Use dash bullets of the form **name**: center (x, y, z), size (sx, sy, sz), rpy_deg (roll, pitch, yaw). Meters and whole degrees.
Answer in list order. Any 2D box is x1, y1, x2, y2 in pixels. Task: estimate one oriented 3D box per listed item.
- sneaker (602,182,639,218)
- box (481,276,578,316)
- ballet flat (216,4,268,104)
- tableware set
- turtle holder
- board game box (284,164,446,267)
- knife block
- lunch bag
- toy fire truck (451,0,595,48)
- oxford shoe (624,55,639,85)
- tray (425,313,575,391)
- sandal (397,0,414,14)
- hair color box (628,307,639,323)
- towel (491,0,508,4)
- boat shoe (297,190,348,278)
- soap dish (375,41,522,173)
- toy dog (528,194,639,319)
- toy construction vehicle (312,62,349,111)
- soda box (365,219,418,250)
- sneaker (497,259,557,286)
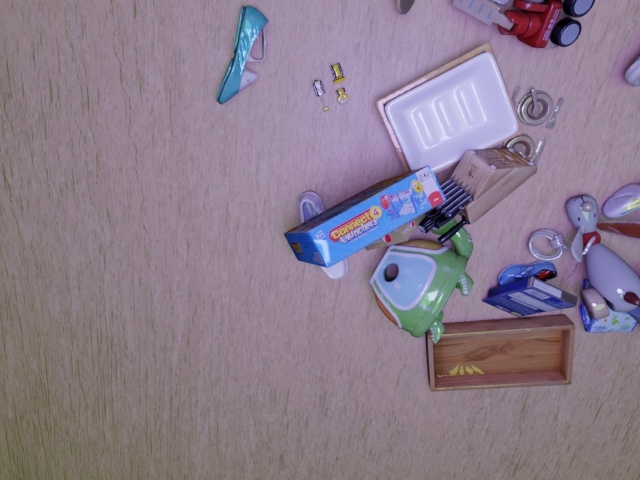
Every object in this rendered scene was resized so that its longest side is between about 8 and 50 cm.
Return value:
- **sneaker**: center (0.865, -0.106, 1.097), size (0.240, 0.091, 0.126), rpy_deg (-37, 103, 15)
- **box**: center (0.566, 0.160, 1.180), size (0.136, 0.225, 0.036), rpy_deg (23, 69, -6)
- **ballet flat**: center (-0.190, -0.451, 1.076), size (0.087, 0.083, 0.247), rpy_deg (16, 113, -16)
- **tableware set**: center (0.532, -0.282, 1.091), size (0.128, 0.039, 0.194), rpy_deg (14, 110, 0)
- **turtle holder**: center (0.274, 0.091, 1.142), size (0.227, 0.243, 0.320), rpy_deg (31, 119, 12)
- **board game box**: center (0.085, -0.052, 1.016), size (0.302, 0.308, 0.086), rpy_deg (-30, 97, -13)
- **knife block**: center (0.376, -0.104, 1.066), size (0.275, 0.088, 0.242), rpy_deg (-11, 138, -34)
- **lunch bag**: center (0.816, 0.186, 1.201), size (0.129, 0.096, 0.151), rpy_deg (-2, 100, 5)
- **toy fire truck**: center (0.440, -0.543, 0.917), size (0.246, 0.158, 0.217), rpy_deg (-6, 133, -15)
- **oxford shoe**: center (0.862, -0.536, 0.932), size (0.449, 0.169, 0.130), rpy_deg (-47, 65, 24)
- **tray**: center (0.534, 0.342, 1.294), size (0.411, 0.076, 0.203), rpy_deg (-5, 109, 8)
- **sandal**: center (0.188, -0.650, 0.987), size (0.079, 0.088, 0.240), rpy_deg (20, 105, 31)
- **hair color box**: center (1.015, 0.231, 1.140), size (0.374, 0.113, 0.185), rpy_deg (37, 95, -18)
- **towel**: center (0.430, -0.698, 0.949), size (0.187, 0.049, 0.282), rpy_deg (-23, 106, 12)
- **boat shoe**: center (0.000, 0.000, 1.206), size (0.098, 0.096, 0.277), rpy_deg (-22, 106, 12)
- **soap dish**: center (0.313, -0.307, 1.060), size (0.291, 0.118, 0.229), rpy_deg (-25, 105, 13)
- **toy dog**: center (0.711, 0.049, 1.066), size (0.220, 0.161, 0.334), rpy_deg (-40, 77, 9)
- **toy construction vehicle**: center (0.027, -0.394, 1.103), size (0.086, 0.035, 0.098), rpy_deg (-24, 109, 1)
- **soda box**: center (0.173, -0.024, 1.144), size (0.058, 0.181, 0.061), rpy_deg (49, 63, -11)
- **sneaker**: center (0.583, 0.100, 1.203), size (0.162, 0.073, 0.063), rpy_deg (-20, 106, 12)
